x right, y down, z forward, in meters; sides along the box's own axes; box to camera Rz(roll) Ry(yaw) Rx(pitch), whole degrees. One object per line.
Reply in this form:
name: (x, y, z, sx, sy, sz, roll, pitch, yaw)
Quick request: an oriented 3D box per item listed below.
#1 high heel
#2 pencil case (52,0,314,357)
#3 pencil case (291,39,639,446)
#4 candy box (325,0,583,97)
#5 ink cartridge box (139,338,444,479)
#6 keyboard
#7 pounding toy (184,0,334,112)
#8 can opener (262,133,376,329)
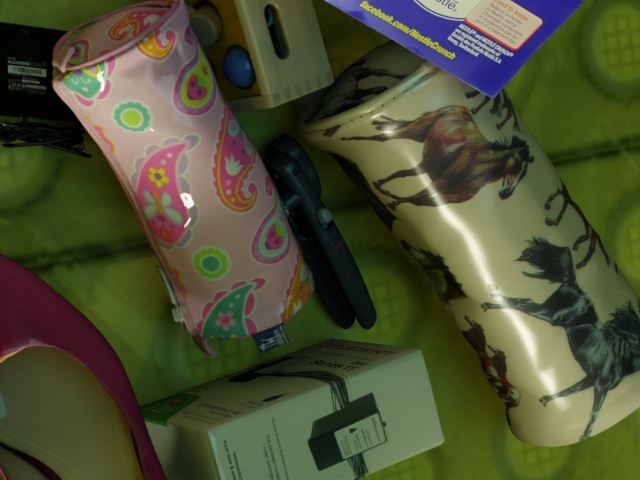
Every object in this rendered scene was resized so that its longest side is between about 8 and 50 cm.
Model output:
high heel: (-0.179, 0.164, 1.252, 0.127, 0.181, 0.377, -36, 94, -1)
pencil case: (-0.105, -0.049, 1.344, 0.124, 0.124, 0.284, -37, 118, -24)
pencil case: (0.146, 0.001, 1.479, 0.160, 0.183, 0.410, -43, 114, -16)
candy box: (0.050, -0.301, 1.342, 0.268, 0.122, 0.317, 26, 35, -28)
ink cartridge box: (-0.028, 0.152, 1.394, 0.208, 0.153, 0.086, -18, 100, -30)
keyboard: (-0.237, -0.117, 1.332, 0.192, 0.038, 0.100, 4, 83, -39)
pounding toy: (-0.084, -0.173, 1.373, 0.100, 0.130, 0.141, -26, 105, -40)
can opener: (0.000, 0.000, 1.455, 0.073, 0.059, 0.186, -39, 112, -31)
